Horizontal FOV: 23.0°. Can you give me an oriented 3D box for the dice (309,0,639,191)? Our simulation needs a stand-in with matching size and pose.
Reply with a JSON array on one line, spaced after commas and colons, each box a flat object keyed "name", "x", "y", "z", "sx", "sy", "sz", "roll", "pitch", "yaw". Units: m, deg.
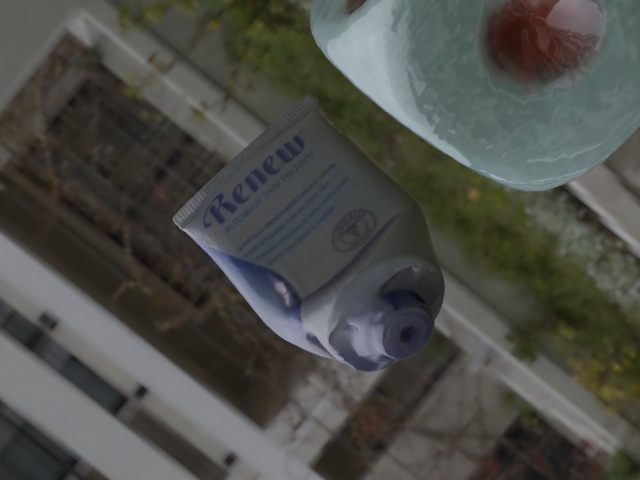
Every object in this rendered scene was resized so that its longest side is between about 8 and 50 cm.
[{"name": "dice", "x": 0.165, "y": -0.224, "z": 1.419, "sx": 0.265, "sy": 0.268, "sz": 0.262, "roll": 29, "pitch": -163, "yaw": -20}]

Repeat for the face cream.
[{"name": "face cream", "x": 0.000, "y": 0.000, "z": 1.815, "sx": 0.137, "sy": 0.235, "sz": 0.420, "roll": 46, "pitch": 180, "yaw": -43}]
